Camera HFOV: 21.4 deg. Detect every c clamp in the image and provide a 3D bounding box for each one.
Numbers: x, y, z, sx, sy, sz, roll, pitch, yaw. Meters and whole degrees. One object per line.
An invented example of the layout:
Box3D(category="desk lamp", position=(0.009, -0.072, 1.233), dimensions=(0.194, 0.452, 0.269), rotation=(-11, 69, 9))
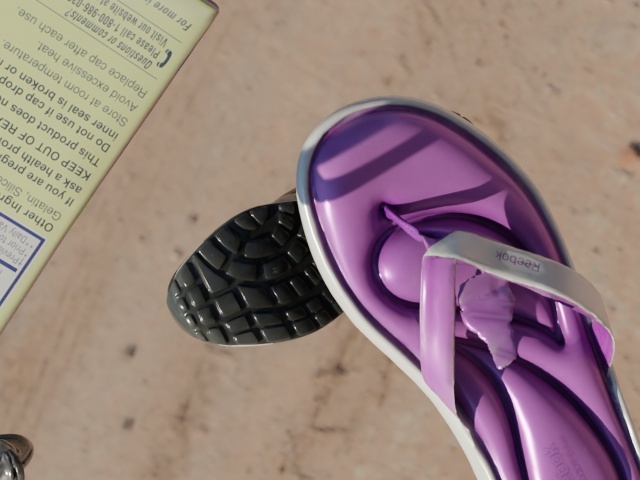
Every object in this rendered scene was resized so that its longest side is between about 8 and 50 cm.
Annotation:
Box3D(category="c clamp", position=(-0.233, 0.148, 0.975), dimensions=(0.137, 0.161, 0.022), rotation=(-2, 106, 60))

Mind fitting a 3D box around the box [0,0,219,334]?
Box3D(category="box", position=(-0.179, -0.066, 0.870), dimensions=(0.243, 0.117, 0.213), rotation=(-55, 19, 5))

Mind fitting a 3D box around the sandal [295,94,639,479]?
Box3D(category="sandal", position=(0.139, 0.071, 1.221), dimensions=(0.169, 0.416, 0.102), rotation=(-37, 16, -9))

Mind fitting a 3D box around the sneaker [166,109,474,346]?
Box3D(category="sneaker", position=(0.000, 0.000, 1.351), dimensions=(0.283, 0.107, 0.124), rotation=(-30, 6, -18))
